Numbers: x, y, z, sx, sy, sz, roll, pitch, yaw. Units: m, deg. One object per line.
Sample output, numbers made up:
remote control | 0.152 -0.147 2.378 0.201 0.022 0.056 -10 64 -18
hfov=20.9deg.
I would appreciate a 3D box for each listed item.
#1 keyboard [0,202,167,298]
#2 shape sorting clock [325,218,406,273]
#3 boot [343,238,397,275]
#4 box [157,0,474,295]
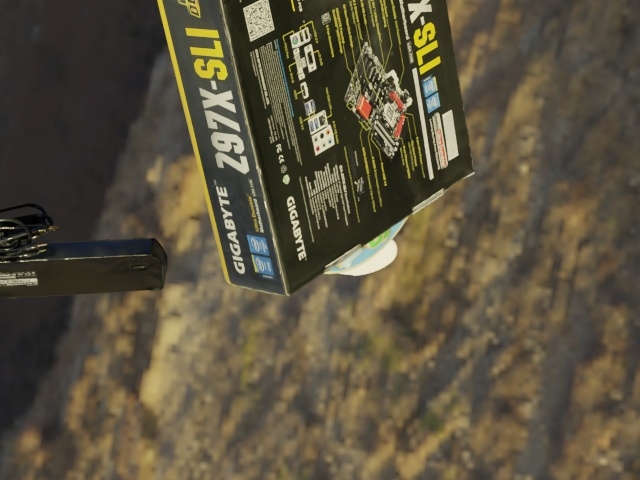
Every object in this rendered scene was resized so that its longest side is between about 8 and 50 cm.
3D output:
keyboard | -0.188 0.005 1.042 0.100 0.192 0.038 107 159 -69
shape sorting clock | 0.042 -0.061 1.679 0.040 0.206 0.206 33 114 37
boot | 0.000 0.000 2.272 0.086 0.190 0.069 -114 25 -55
box | 0.000 -0.151 1.419 0.079 0.257 0.322 10 123 40
